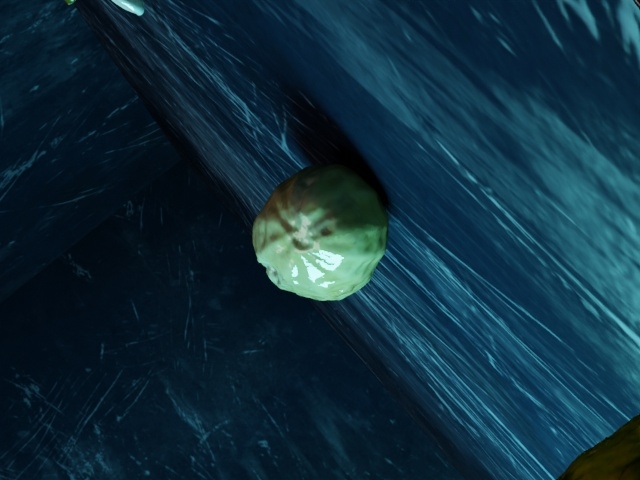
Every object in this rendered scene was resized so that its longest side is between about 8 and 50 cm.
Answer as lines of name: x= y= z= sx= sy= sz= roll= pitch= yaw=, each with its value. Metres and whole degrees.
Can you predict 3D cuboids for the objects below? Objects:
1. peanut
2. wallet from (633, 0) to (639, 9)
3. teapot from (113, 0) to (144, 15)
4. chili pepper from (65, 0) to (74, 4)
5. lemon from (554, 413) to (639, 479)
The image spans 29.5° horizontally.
peanut: x=0.000 y=0.000 z=1.213 sx=0.130 sy=0.130 sz=0.290 roll=50 pitch=176 yaw=5
wallet: x=0.164 y=-0.025 z=0.232 sx=0.172 sy=0.045 sz=0.318 roll=54 pitch=175 yaw=-17
teapot: x=-0.145 y=-0.267 z=0.573 sx=0.299 sy=0.166 sz=0.208 roll=42 pitch=-171 yaw=-19
chili pepper: x=-0.147 y=-0.151 z=0.602 sx=0.083 sy=0.022 sz=0.027 roll=46 pitch=179 yaw=-24
lemon: x=0.188 y=0.171 z=0.531 sx=0.231 sy=0.192 sz=0.192 roll=54 pitch=173 yaw=-25
